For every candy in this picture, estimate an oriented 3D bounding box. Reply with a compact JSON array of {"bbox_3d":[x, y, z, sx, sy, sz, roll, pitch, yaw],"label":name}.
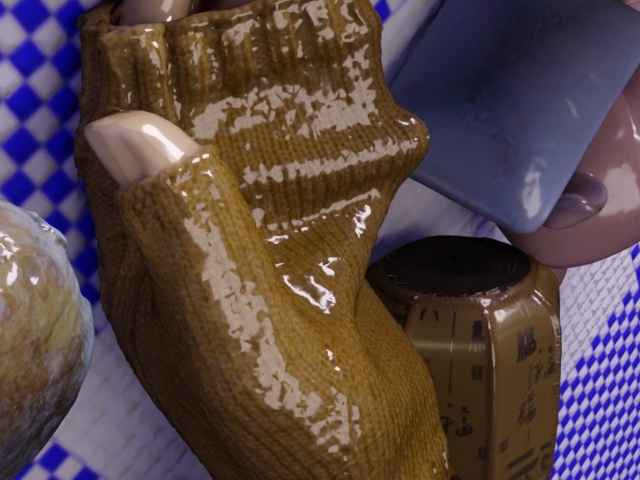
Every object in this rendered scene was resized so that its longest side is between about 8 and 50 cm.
[{"bbox_3d":[0.124,-0.104,0.606,0.174,0.138,0.071,-57,161,-10],"label":"candy"}]

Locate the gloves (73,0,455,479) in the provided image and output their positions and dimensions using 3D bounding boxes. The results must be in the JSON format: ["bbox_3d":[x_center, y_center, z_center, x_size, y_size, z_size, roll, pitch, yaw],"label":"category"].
[{"bbox_3d":[-0.033,0.015,0.482,0.203,0.155,0.357,-33,116,-53],"label":"gloves"}]

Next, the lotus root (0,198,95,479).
[{"bbox_3d":[-0.232,0.092,0.327,0.322,0.158,0.140,-35,105,-22],"label":"lotus root"}]

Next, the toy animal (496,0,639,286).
[{"bbox_3d":[0.229,-0.080,0.706,0.250,0.154,0.166,-47,143,-15],"label":"toy animal"}]

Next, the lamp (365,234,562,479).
[{"bbox_3d":[0.096,0.097,0.654,0.161,0.161,0.185,-20,120,-38],"label":"lamp"}]
